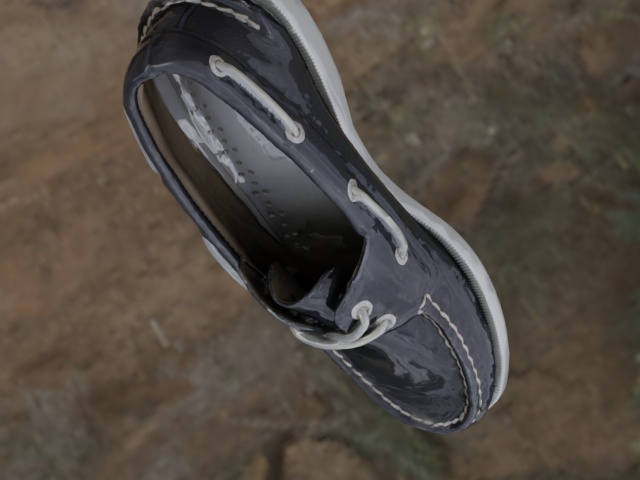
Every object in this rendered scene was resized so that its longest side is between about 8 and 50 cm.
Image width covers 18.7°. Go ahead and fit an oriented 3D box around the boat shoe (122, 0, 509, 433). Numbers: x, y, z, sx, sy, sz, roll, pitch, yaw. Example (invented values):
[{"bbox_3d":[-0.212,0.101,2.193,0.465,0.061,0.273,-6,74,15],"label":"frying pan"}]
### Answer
[{"bbox_3d":[0.000,0.000,0.405,0.046,0.038,0.125,-12,124,28],"label":"boat shoe"}]
